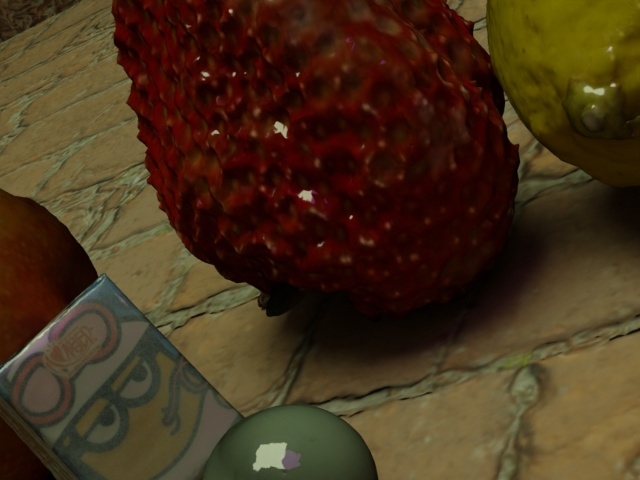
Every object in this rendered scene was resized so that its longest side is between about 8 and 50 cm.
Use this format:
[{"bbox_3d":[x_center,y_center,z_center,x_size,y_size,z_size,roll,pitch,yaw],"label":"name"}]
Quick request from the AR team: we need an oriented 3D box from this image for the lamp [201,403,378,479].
[{"bbox_3d":[-0.017,0.146,0.752,0.105,0.105,0.105,-27,22,12],"label":"lamp"}]

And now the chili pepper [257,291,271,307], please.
[{"bbox_3d":[-0.001,-0.001,1.125,0.153,0.041,0.050,-37,-20,-10],"label":"chili pepper"}]

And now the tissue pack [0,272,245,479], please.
[{"bbox_3d":[-0.140,0.118,0.902,0.115,0.155,0.065,-43,1,-27],"label":"tissue pack"}]

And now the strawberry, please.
[{"bbox_3d":[-0.006,-0.115,0.940,0.267,0.351,0.312,-42,32,-24],"label":"strawberry"}]

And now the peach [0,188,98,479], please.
[{"bbox_3d":[-0.339,0.100,1.022,0.372,0.290,0.373,-30,15,9],"label":"peach"}]

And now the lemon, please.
[{"bbox_3d":[0.236,-0.162,0.872,0.253,0.253,0.310,-14,24,38],"label":"lemon"}]
